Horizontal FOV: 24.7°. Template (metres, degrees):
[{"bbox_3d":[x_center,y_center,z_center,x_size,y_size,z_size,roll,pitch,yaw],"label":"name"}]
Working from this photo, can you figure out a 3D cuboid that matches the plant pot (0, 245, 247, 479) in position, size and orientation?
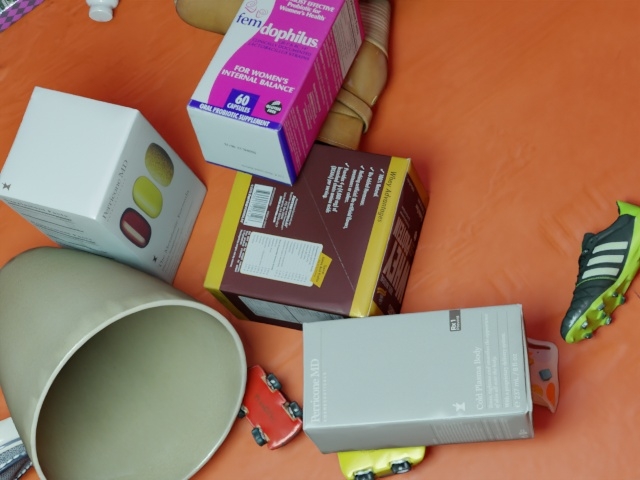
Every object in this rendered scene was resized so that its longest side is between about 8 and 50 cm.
[{"bbox_3d":[-0.263,0.121,1.634,0.256,0.256,0.274,-49,45,-5],"label":"plant pot"}]

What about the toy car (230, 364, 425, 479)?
[{"bbox_3d":[-0.017,0.274,1.610,0.239,0.053,0.225,16,77,20],"label":"toy car"}]

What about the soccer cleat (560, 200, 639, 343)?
[{"bbox_3d":[0.308,0.035,1.610,0.072,0.060,0.179,30,74,31],"label":"soccer cleat"}]

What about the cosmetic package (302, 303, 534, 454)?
[{"bbox_3d":[0.103,0.148,1.541,0.238,0.107,0.127,-6,65,8],"label":"cosmetic package"}]

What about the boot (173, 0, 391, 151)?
[{"bbox_3d":[-0.061,-0.204,1.759,0.283,0.109,0.220,11,68,4],"label":"boot"}]

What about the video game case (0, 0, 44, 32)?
[{"bbox_3d":[-0.508,-0.337,1.954,0.232,0.042,0.210,-37,67,0],"label":"video game case"}]

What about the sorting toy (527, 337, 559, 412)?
[{"bbox_3d":[0.226,0.139,1.606,0.083,0.045,0.075,13,56,18],"label":"sorting toy"}]

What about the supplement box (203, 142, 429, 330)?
[{"bbox_3d":[0.000,0.000,1.658,0.194,0.129,0.191,11,74,18],"label":"supplement box"}]

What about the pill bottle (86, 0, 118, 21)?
[{"bbox_3d":[-0.282,-0.328,1.891,0.043,0.043,0.083,-3,70,14],"label":"pill bottle"}]

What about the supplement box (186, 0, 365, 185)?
[{"bbox_3d":[-0.045,-0.190,1.618,0.111,0.114,0.220,16,63,18],"label":"supplement box"}]

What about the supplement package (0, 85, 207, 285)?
[{"bbox_3d":[-0.247,-0.057,1.680,0.133,0.244,0.139,14,76,19],"label":"supplement package"}]

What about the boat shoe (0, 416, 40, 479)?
[{"bbox_3d":[-0.419,0.355,1.661,0.340,0.127,0.158,-40,73,7],"label":"boat shoe"}]
